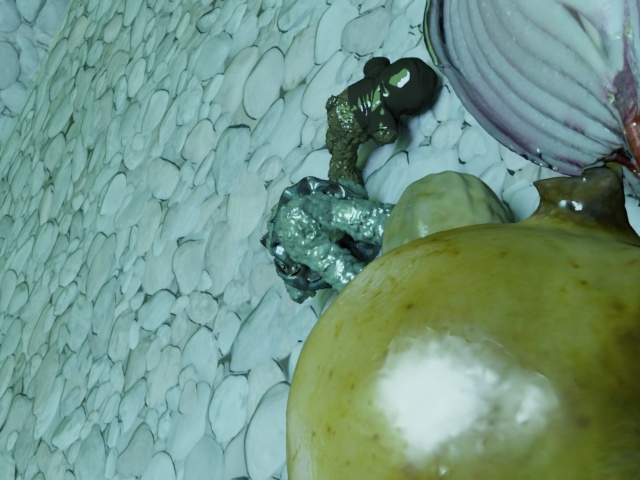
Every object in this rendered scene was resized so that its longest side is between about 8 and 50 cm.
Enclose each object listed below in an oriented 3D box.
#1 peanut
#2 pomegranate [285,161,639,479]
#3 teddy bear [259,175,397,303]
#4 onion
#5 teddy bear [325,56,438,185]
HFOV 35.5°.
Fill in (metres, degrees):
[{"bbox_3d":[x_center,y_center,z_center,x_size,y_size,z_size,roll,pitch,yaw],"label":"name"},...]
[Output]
[{"bbox_3d":[0.094,0.078,0.790,0.125,0.111,0.274,134,145,-61],"label":"peanut"},{"bbox_3d":[0.124,0.124,0.572,0.307,0.307,0.307,-32,46,41],"label":"pomegranate"},{"bbox_3d":[-0.011,-0.006,0.990,0.213,0.111,0.133,24,87,56],"label":"teddy bear"},{"bbox_3d":[0.228,-0.149,0.708,0.267,0.159,0.348,-47,49,45],"label":"onion"},{"bbox_3d":[0.045,-0.131,1.017,0.160,0.078,0.119,-43,36,33],"label":"teddy bear"}]
